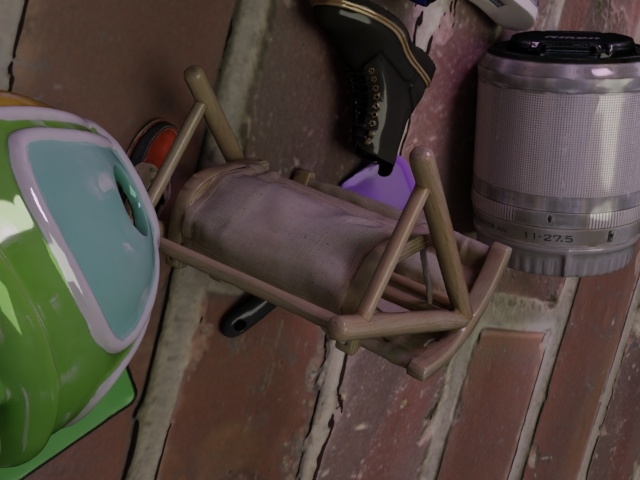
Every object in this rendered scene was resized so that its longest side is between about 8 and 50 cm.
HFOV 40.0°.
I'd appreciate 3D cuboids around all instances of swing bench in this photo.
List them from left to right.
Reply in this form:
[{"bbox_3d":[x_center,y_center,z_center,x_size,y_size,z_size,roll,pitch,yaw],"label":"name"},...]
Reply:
[{"bbox_3d":[0.000,0.000,0.787,0.165,0.253,0.255,-63,149,-7],"label":"swing bench"}]

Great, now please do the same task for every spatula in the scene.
[{"bbox_3d":[0.000,0.007,0.985,0.296,0.030,0.084,-43,129,-25],"label":"spatula"}]

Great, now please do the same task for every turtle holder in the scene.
[{"bbox_3d":[-0.256,-0.010,0.618,0.320,0.243,0.227,48,45,0],"label":"turtle holder"}]

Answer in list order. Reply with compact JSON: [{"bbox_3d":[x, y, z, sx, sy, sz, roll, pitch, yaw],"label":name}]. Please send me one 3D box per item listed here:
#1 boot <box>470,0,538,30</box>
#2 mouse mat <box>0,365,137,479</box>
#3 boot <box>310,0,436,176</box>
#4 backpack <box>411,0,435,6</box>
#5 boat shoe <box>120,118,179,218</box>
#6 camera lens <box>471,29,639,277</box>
[{"bbox_3d":[0.200,-0.332,1.047,0.190,0.069,0.086,28,67,-46],"label":"boot"},{"bbox_3d":[-0.262,0.138,0.794,0.190,0.007,0.152,-34,126,-33],"label":"mouse mat"},{"bbox_3d":[0.047,-0.162,0.930,0.198,0.077,0.137,26,80,-45],"label":"boot"},{"bbox_3d":[0.099,-0.313,0.922,0.098,0.101,0.120,-60,168,-5],"label":"backpack"},{"bbox_3d":[-0.159,-0.045,0.803,0.049,0.043,0.137,27,83,-44],"label":"boat shoe"},{"bbox_3d":[0.303,-0.116,1.100,0.219,0.219,0.274,-18,116,-39],"label":"camera lens"}]
